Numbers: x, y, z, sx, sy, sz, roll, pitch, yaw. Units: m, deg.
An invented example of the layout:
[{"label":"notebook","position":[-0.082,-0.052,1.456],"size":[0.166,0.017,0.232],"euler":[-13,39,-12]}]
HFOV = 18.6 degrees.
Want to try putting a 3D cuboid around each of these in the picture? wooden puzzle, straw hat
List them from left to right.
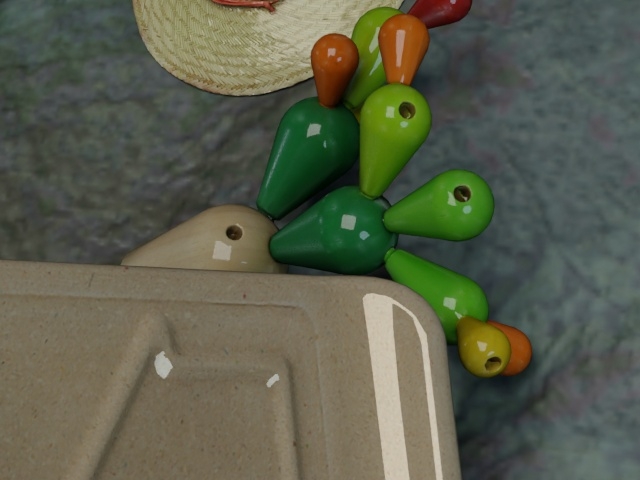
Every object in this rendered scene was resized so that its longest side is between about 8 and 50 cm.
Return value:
[{"label":"wooden puzzle","position":[-0.107,0.167,0.638],"size":[0.080,0.348,0.322],"euler":[-27,65,56]},{"label":"straw hat","position":[-0.031,-0.143,0.910],"size":[0.144,0.061,0.144],"euler":[-6,66,14]}]

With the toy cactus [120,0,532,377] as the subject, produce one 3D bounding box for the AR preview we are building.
[{"label":"toy cactus","position":[0.000,0.000,0.831],"size":[0.180,0.112,0.219],"euler":[-15,64,32]}]
